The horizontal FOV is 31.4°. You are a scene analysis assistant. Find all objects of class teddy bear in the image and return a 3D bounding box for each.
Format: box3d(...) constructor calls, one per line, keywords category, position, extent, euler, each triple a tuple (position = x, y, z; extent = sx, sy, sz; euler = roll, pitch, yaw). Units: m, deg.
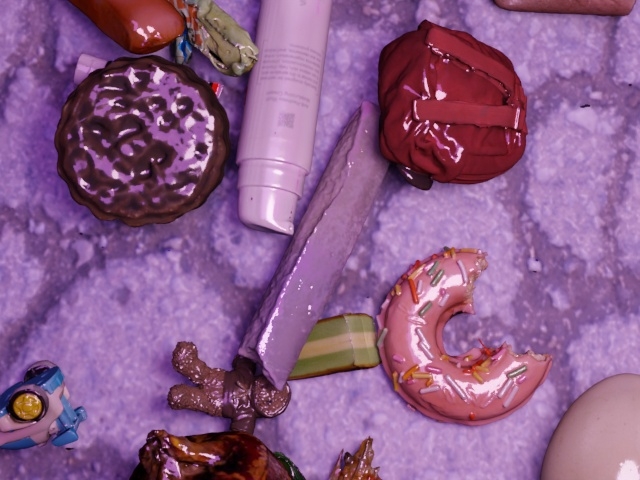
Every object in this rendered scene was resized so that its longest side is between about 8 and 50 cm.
box3d(category="teddy bear", position=(-0.120, 0.195, 1.452), extent=(0.161, 0.078, 0.119), euler=(13, 57, -15))

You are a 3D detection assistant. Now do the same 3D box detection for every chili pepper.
box3d(category="chili pepper", position=(-0.038, 0.328, 1.445), extent=(0.056, 0.035, 0.117), euler=(4, 83, -15))

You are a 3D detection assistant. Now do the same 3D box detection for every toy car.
box3d(category="toy car", position=(-0.379, 0.230, 1.421), extent=(0.162, 0.126, 0.098), euler=(-31, 99, 0))

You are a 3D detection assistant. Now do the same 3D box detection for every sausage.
box3d(category="sausage", position=(-0.291, -0.338, 1.505), extent=(0.089, 0.083, 0.300), euler=(-25, 59, -41))

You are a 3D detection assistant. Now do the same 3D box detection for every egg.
box3d(category="egg", position=(0.363, 0.285, 1.379), extent=(0.189, 0.188, 0.253), euler=(9, 73, 1))

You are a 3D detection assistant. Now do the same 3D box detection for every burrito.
box3d(category="burrito", position=(-0.191, -0.302, 1.527), extent=(0.288, 0.104, 0.054), euler=(42, 40, 20))

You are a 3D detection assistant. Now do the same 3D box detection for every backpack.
box3d(category="backpack", position=(0.177, -0.172, 1.470), extent=(0.229, 0.139, 0.229), euler=(11, 68, -30))

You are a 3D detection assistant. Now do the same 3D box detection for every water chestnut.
box3d(category="water chestnut", position=(-0.147, 0.322, 1.353), extent=(0.224, 0.224, 0.238), euler=(-40, 119, -7))

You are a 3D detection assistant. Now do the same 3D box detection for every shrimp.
box3d(category="shrimp", position=(0.057, 0.356, 1.434), extent=(0.115, 0.051, 0.217), euler=(5, 79, -6))

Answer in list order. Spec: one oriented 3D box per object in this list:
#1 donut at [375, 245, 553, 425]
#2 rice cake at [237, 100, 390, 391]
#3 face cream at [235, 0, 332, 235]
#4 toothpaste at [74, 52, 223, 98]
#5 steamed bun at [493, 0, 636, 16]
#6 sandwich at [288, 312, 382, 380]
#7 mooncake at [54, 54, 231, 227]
box3d(category="donut", position=(0.173, 0.129, 1.457), extent=(0.199, 0.085, 0.232), euler=(-33, 81, -5))
box3d(category="rice cake", position=(0.000, 0.000, 1.467), extent=(0.070, 0.064, 0.399), euler=(32, 73, -25))
box3d(category="face cream", position=(-0.051, -0.177, 1.500), extent=(0.102, 0.102, 0.345), euler=(9, 80, 1))
box3d(category="toothpaste", position=(-0.233, -0.201, 1.533), extent=(0.194, 0.045, 0.071), euler=(15, 89, -3))
box3d(category="steamed bun", position=(0.344, -0.454, 1.501), extent=(0.252, 0.199, 0.301), euler=(11, 81, 2))
box3d(category="sandwich", position=(0.009, 0.141, 1.492), extent=(0.117, 0.074, 0.074), euler=(-16, 80, 29))
box3d(category="mooncake", position=(-0.228, -0.128, 1.461), extent=(0.228, 0.124, 0.228), euler=(-1, 96, -6))
